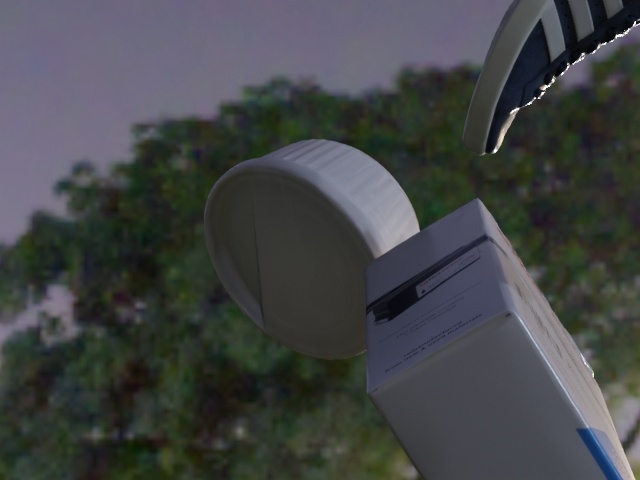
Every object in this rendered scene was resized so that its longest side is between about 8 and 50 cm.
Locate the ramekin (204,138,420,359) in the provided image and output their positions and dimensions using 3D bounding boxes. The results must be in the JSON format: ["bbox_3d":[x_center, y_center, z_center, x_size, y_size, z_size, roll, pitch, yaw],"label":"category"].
[{"bbox_3d":[0.000,0.000,1.966,0.273,0.272,0.127,-18,16,46],"label":"ramekin"}]

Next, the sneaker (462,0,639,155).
[{"bbox_3d":[0.262,-0.218,1.543,0.148,0.350,0.131,28,16,0],"label":"sneaker"}]

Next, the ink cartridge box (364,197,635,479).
[{"bbox_3d":[0.184,0.157,1.671,0.166,0.285,0.395,-31,13,10],"label":"ink cartridge box"}]
